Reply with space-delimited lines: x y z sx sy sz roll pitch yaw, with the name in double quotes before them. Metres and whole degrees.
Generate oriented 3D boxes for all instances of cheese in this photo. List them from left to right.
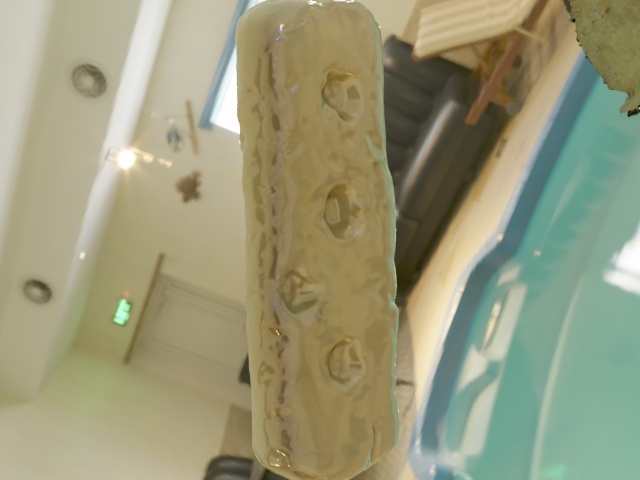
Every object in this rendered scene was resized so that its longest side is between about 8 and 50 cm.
"cheese" 0.000 0.000 0.343 0.043 0.065 0.194 3 98 55

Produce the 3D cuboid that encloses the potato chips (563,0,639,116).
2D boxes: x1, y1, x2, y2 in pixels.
"potato chips" 0.253 -0.202 0.657 0.142 0.026 0.209 -6 83 41
